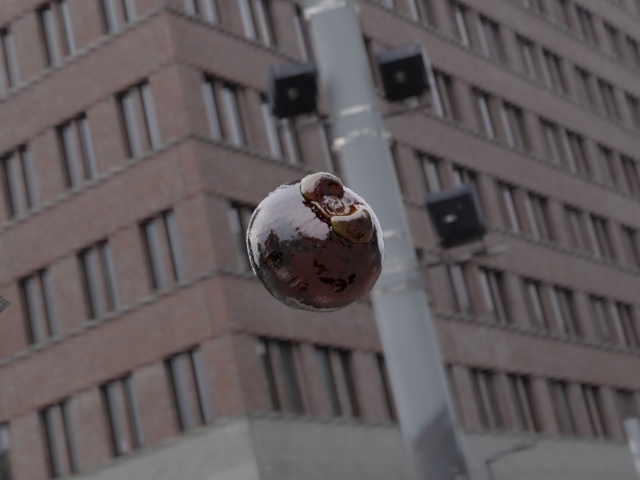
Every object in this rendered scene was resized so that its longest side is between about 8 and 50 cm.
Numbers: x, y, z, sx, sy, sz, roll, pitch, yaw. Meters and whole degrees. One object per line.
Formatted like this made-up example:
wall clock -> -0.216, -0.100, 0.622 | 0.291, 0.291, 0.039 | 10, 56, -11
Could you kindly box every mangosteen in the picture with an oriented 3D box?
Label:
mangosteen -> 0.000, 0.000, 1.563 | 0.153, 0.152, 0.152 | -11, -18, -4

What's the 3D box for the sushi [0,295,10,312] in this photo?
sushi -> -0.358, 0.132, 1.411 | 0.192, 0.050, 0.215 | -42, -1, -7
